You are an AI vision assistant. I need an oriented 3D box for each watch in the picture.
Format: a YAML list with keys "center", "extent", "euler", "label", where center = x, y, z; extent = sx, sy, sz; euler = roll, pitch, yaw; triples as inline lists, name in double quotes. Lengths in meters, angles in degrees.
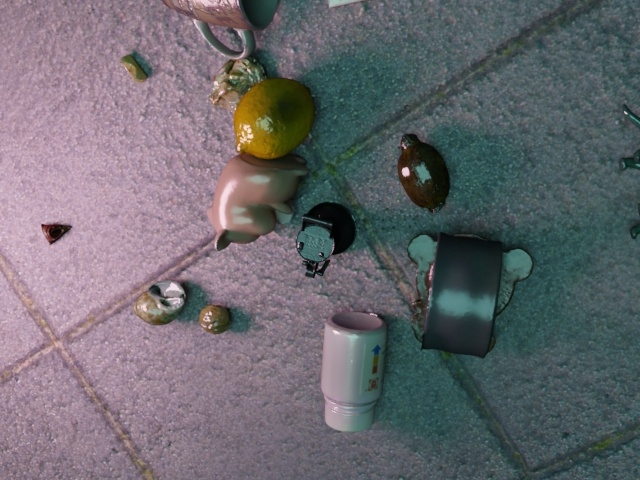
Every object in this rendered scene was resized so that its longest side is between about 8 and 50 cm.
- center: [0.341, 0.151, 1.802]
  extent: [0.314, 0.327, 0.335]
  euler: [10, 106, 11]
  label: "watch"

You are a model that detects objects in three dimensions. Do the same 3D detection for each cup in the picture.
- center: [-0.251, -0.597, 1.838]
  extent: [0.257, 0.227, 0.301]
  euler: [9, 122, 23]
  label: "cup"

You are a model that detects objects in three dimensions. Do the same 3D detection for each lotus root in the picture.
- center: [0.254, -0.169, 1.858]
  extent: [0.120, 0.120, 0.209]
  euler: [-22, 98, 17]
  label: "lotus root"

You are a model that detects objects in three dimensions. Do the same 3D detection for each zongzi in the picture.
- center: [-0.758, -0.027, 2.162]
  extent: [0.083, 0.073, 0.067]
  euler: [-3, 107, 54]
  label: "zongzi"

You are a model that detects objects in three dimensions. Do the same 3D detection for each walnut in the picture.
- center: [-0.296, 0.221, 2.097]
  extent: [0.092, 0.092, 0.092]
  euler: [3, 104, 12]
  label: "walnut"

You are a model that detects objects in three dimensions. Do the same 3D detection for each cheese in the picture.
- center: [-0.502, -0.456, 1.997]
  extent: [0.030, 0.044, 0.083]
  euler: [-35, 96, 34]
  label: "cheese"

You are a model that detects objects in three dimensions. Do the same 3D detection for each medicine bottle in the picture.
- center: [0.087, 0.348, 1.991]
  extent: [0.170, 0.170, 0.292]
  euler: [6, 104, 12]
  label: "medicine bottle"

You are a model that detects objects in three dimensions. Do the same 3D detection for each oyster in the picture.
- center: [-0.206, -0.383, 1.931]
  extent: [0.163, 0.081, 0.191]
  euler: [-21, 101, 12]
  label: "oyster"

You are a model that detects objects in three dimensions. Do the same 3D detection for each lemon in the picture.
- center: [-0.114, -0.305, 1.863]
  extent: [0.188, 0.188, 0.256]
  euler: [43, 71, 0]
  label: "lemon"

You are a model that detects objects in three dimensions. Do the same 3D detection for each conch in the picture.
- center: [-0.452, 0.182, 2.114]
  extent: [0.173, 0.106, 0.116]
  euler: [-36, 81, 2]
  label: "conch"

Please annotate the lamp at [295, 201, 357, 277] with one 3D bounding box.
- center: [0.000, 0.000, 1.895]
  extent: [0.147, 0.227, 0.172]
  euler: [17, 106, 8]
  label: "lamp"

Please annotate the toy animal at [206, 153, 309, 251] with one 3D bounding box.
- center: [-0.168, -0.110, 1.941]
  extent: [0.213, 0.195, 0.256]
  euler: [11, 110, -19]
  label: "toy animal"

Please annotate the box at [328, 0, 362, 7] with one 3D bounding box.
- center: [0.118, -0.647, 1.814]
  extent: [0.221, 0.032, 0.122]
  euler: [-7, 101, 15]
  label: "box"

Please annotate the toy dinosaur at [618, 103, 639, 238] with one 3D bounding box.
- center: [0.884, -0.149, 1.738]
  extent: [0.331, 0.129, 0.383]
  euler: [-8, 100, 4]
  label: "toy dinosaur"
